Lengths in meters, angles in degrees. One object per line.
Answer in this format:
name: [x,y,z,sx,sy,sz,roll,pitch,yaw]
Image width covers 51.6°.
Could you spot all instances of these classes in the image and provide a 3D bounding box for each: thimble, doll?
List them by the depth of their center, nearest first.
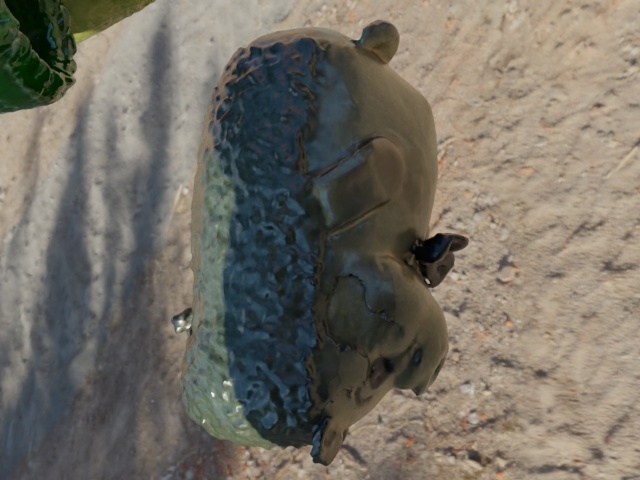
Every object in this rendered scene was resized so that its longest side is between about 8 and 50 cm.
thimble: [-0.209,-0.132,0.395,0.130,0.090,0.118,-106,6,-70]
doll: [0.000,0.000,0.559,0.247,0.247,0.350,-5,65,48]

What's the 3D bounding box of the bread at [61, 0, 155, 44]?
bread: [-0.199,-0.224,0.518,0.114,0.129,0.111,-31,21,11]
